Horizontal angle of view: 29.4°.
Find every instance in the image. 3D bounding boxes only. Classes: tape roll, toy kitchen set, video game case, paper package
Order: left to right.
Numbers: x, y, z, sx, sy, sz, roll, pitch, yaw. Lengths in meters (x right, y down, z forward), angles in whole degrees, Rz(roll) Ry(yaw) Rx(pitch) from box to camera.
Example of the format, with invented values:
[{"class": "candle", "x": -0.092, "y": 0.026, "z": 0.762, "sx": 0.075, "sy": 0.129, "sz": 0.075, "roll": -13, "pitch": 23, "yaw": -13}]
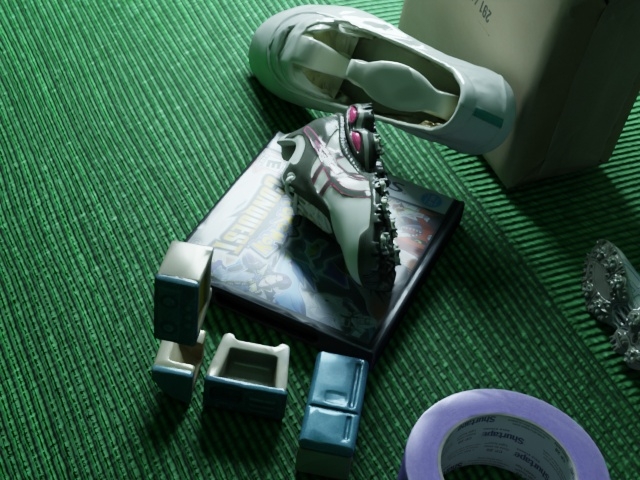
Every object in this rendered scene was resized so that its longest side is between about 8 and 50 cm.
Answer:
[{"class": "toy kitchen set", "x": -0.057, "y": 0.111, "z": 1.146, "sx": 0.207, "sy": 0.166, "sz": 0.122, "roll": 10, "pitch": 43, "yaw": 2}, {"class": "video game case", "x": 0.000, "y": 0.000, "z": 1.369, "sx": 0.248, "sy": 0.035, "sz": 0.275, "roll": 22, "pitch": 45, "yaw": 14}, {"class": "tape roll", "x": 0.163, "y": 0.233, "z": 1.118, "sx": 0.189, "sy": 0.080, "sz": 0.189, "roll": 5, "pitch": 42, "yaw": -4}, {"class": "paper package", "x": 0.254, "y": -0.282, "z": 1.508, "sx": 0.168, "sy": 0.309, "sz": 0.325, "roll": -11, "pitch": 48, "yaw": -23}]

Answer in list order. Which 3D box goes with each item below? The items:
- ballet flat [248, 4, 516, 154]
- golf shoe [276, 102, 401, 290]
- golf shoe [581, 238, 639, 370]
[{"class": "ballet flat", "x": 0.045, "y": -0.207, "z": 1.465, "sx": 0.400, "sy": 0.139, "sz": 0.139, "roll": 24, "pitch": 44, "yaw": 32}, {"class": "golf shoe", "x": 0.021, "y": -0.038, "z": 1.333, "sx": 0.120, "sy": 0.105, "sz": 0.273, "roll": -11, "pitch": 40, "yaw": 4}, {"class": "golf shoe", "x": 0.347, "y": 0.074, "z": 1.342, "sx": 0.086, "sy": 0.069, "sz": 0.176, "roll": 11, "pitch": 42, "yaw": -27}]
